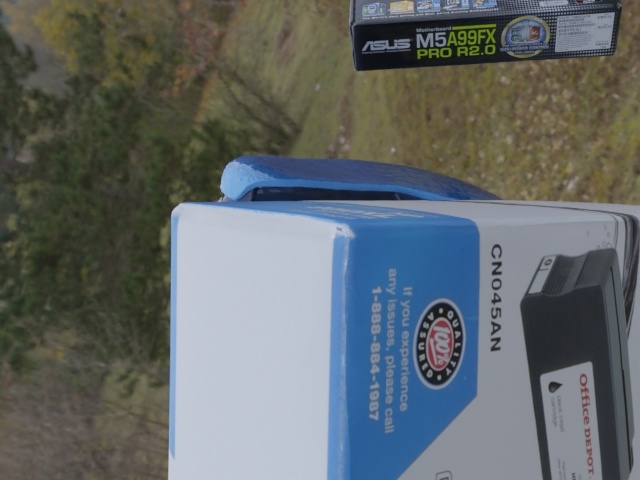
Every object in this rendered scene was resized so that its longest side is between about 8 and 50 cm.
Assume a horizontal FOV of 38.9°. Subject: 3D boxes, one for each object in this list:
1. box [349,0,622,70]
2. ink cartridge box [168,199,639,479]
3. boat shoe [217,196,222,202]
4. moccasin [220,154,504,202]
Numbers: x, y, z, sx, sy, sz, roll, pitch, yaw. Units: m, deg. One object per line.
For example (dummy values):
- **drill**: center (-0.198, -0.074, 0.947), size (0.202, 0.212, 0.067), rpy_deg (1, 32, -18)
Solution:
- **box**: center (0.169, -0.274, 0.986), size (0.216, 0.270, 0.060), rpy_deg (-85, -10, -46)
- **ink cartridge box**: center (0.108, 0.117, 0.603), size (0.166, 0.395, 0.285), rpy_deg (7, 97, 49)
- **boat shoe**: center (0.000, 0.000, 1.422), size (0.132, 0.355, 0.130), rpy_deg (-60, -30, -43)
- **moccasin**: center (0.046, -0.018, 0.946), size (0.138, 0.342, 0.116), rpy_deg (43, 124, 58)
